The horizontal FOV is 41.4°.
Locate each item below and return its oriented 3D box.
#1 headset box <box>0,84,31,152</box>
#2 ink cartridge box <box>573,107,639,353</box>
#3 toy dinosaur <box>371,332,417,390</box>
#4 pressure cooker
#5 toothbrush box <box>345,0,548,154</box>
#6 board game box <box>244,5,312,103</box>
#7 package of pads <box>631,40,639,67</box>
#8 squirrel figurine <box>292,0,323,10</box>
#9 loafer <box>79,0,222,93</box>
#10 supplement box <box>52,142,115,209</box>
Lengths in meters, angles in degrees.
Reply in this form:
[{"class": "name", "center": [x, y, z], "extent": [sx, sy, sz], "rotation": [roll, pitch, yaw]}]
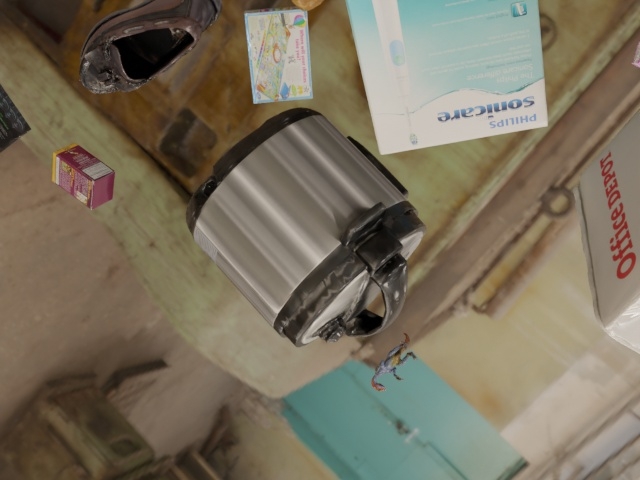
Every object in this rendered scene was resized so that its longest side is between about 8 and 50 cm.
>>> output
[{"class": "headset box", "center": [-0.659, -0.150, 1.417], "extent": [0.246, 0.131, 0.283], "rotation": [-24, -159, 18]}, {"class": "ink cartridge box", "center": [0.411, -0.093, 0.713], "extent": [0.395, 0.166, 0.285], "rotation": [-55, -172, 33]}, {"class": "toy dinosaur", "center": [0.115, 0.202, 1.358], "extent": [0.082, 0.047, 0.090], "rotation": [-43, -178, 21]}, {"class": "pressure cooker", "center": [-0.005, 0.004, 1.642], "extent": [0.375, 0.420, 0.370], "rotation": [-47, 167, 19]}, {"class": "toothbrush box", "center": [0.149, -0.271, 1.027], "extent": [0.126, 0.217, 0.295], "rotation": [-85, 162, -54]}, {"class": "board game box", "center": [-0.070, -0.311, 1.425], "extent": [0.026, 0.104, 0.154], "rotation": [-101, -173, -62]}, {"class": "package of pads", "center": [0.675, -0.367, 1.723], "extent": [0.032, 0.083, 0.050], "rotation": [19, -91, 66]}, {"class": "squirrel figurine", "center": [0.189, -0.510, 1.345], "extent": [0.281, 0.371, 0.396], "rotation": [-77, -175, -66]}, {"class": "loafer", "center": [-0.272, -0.286, 1.264], "extent": [0.303, 0.109, 0.095], "rotation": [-21, -136, 38]}, {"class": "supplement box", "center": [-0.337, -0.092, 1.206], "extent": [0.043, 0.083, 0.055], "rotation": [-36, 153, -45]}]
